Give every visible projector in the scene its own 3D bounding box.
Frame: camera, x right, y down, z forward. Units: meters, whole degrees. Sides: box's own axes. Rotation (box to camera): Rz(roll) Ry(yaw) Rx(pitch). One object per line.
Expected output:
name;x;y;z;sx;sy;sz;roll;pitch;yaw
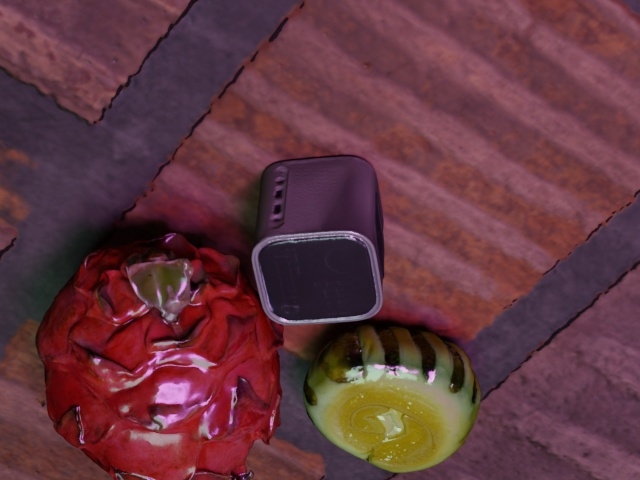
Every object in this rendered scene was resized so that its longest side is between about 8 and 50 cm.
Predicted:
projector;0.000;0.000;0.892;0.083;0.082;0.083;-5;131;8

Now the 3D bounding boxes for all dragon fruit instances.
dragon fruit;-0.112;0.088;0.916;0.172;0.172;0.209;-5;116;7

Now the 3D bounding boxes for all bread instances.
bread;0.054;0.117;0.999;0.139;0.071;0.130;15;133;-13
